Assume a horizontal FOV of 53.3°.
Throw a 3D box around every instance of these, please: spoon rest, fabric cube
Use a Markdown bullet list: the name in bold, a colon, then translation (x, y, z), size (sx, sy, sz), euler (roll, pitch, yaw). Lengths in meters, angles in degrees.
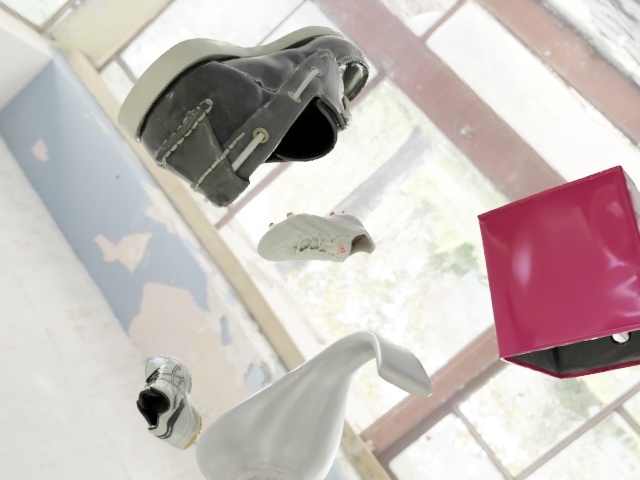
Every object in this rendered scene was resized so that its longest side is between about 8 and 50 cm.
- **spoon rest**: translation (-0.011, 0.170, 0.602), size (0.137, 0.276, 0.084), euler (31, -146, -23)
- **fabric cube**: translation (0.448, 0.071, 1.078), size (0.259, 0.254, 0.258), euler (24, -127, -45)

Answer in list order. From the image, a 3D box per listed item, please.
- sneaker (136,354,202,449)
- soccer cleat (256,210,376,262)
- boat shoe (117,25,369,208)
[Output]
- **sneaker**: translation (-0.106, 0.101, 0.426), size (0.037, 0.032, 0.083), euler (36, -174, -39)
- **soccer cleat**: translation (0.000, 0.000, 0.875), size (0.196, 0.068, 0.076), euler (-11, -134, -46)
- **boat shoe**: translation (-0.020, -0.079, 0.397), size (0.079, 0.084, 0.233), euler (41, -149, 6)
